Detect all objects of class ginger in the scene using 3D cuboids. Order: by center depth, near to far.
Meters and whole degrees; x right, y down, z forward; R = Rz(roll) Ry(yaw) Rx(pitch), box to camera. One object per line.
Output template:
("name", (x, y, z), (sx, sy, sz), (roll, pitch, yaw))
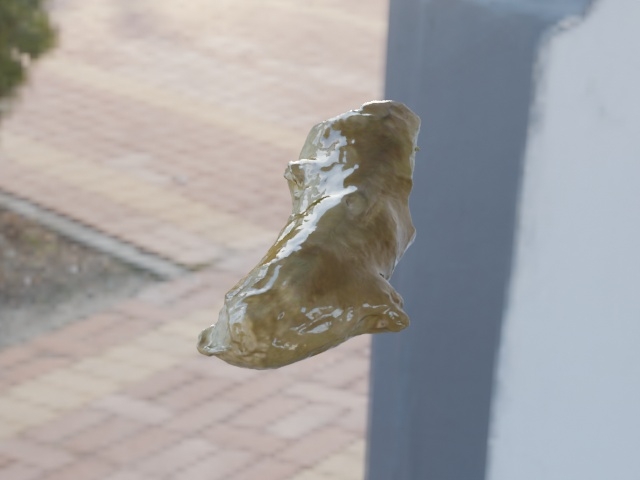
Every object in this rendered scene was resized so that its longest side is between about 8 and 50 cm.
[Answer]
("ginger", (0.006, 0.002, 0.617), (0.044, 0.057, 0.137), (-33, 19, 38))
